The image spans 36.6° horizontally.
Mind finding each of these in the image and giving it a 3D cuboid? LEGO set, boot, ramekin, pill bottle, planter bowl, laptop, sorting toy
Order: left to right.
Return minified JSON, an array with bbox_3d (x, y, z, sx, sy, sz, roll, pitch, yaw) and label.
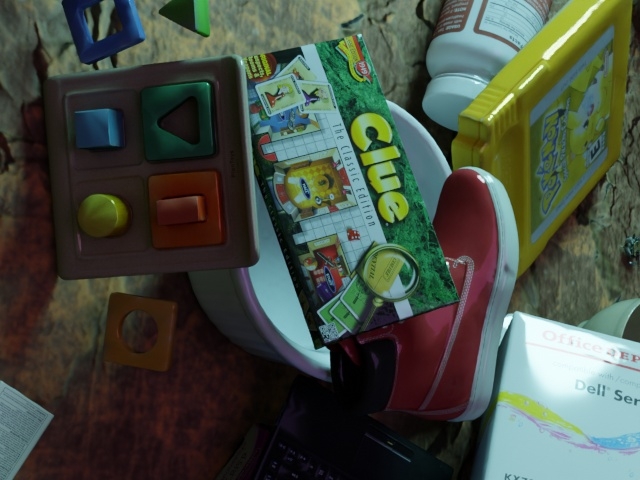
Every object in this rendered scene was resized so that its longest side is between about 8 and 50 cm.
[{"bbox_3d":[-0.152,-0.059,0.824,0.047,0.196,0.347,-7,93,-75],"label":"sorting toy"},{"bbox_3d":[0.000,0.000,0.962,0.277,0.135,0.277,3,85,-36],"label":"ramekin"},{"bbox_3d":[0.044,0.295,0.890,0.234,0.137,0.264,37,67,-30],"label":"laptop"},{"bbox_3d":[0.086,0.042,0.889,0.176,0.088,0.244,11,85,-34],"label":"boot"},{"bbox_3d":[0.193,-0.238,1.125,0.121,0.121,0.216,31,71,-31],"label":"pill bottle"},{"bbox_3d":[0.393,0.153,1.261,0.162,0.109,0.162,2,86,-36],"label":"planter bowl"},{"bbox_3d":[0.444,0.015,1.363,0.054,0.023,0.083,-51,129,-24],"label":"LEGO set"}]

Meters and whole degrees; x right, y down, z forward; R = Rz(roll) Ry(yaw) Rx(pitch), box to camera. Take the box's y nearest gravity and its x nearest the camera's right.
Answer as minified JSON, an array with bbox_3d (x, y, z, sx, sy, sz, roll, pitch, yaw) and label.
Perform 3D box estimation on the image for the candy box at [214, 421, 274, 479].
[{"bbox_3d":[-0.019,0.315,0.972,0.233,0.071,0.159,48,62,-24],"label":"candy box"}]

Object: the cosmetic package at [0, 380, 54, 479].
[{"bbox_3d":[-0.282,0.178,0.803,0.060,0.041,0.115,44,64,-27],"label":"cosmetic package"}]

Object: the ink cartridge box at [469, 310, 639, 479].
[{"bbox_3d":[0.276,0.210,1.027,0.207,0.119,0.353,14,52,6],"label":"ink cartridge box"}]

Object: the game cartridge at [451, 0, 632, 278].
[{"bbox_3d":[0.265,-0.112,1.136,0.323,0.053,0.285,-47,144,-29],"label":"game cartridge"}]

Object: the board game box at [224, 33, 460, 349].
[{"bbox_3d":[0.016,-0.048,0.843,0.136,0.030,0.259,-16,80,-23],"label":"board game box"}]
